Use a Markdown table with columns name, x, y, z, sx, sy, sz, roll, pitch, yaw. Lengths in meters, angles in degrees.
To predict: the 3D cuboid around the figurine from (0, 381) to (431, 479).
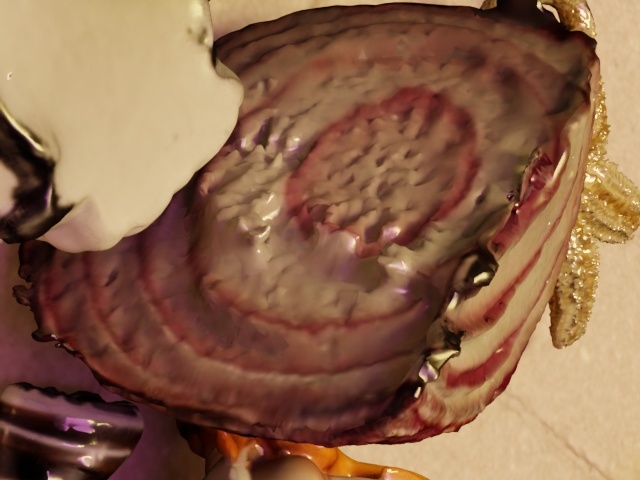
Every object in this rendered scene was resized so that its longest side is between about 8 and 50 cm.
| name | x | y | z | sx | sy | sz | roll | pitch | yaw |
| --- | --- | --- | --- | --- | --- | --- | --- | --- | --- |
| figurine | -0.022 | 0.209 | 0.836 | 0.323 | 0.196 | 0.320 | 16 | 36 | -26 |

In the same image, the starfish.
| name | x | y | z | sx | sy | sz | roll | pitch | yaw |
| --- | --- | --- | --- | --- | --- | --- | --- | --- | --- |
| starfish | 0.159 | -0.046 | 1.047 | 0.216 | 0.071 | 0.238 | -1 | 95 | -49 |

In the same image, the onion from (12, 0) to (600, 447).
| name | x | y | z | sx | sy | sz | roll | pitch | yaw |
| --- | --- | --- | --- | --- | --- | --- | --- | --- | --- |
| onion | 0.000 | 0.000 | 0.853 | 0.314 | 0.280 | 0.146 | -59 | 142 | -33 |

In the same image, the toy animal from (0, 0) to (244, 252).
| name | x | y | z | sx | sy | sz | roll | pitch | yaw |
| --- | --- | --- | --- | --- | --- | --- | --- | --- | --- |
| toy animal | -0.152 | -0.106 | 0.785 | 0.204 | 0.156 | 0.208 | -52 | 131 | -28 |
